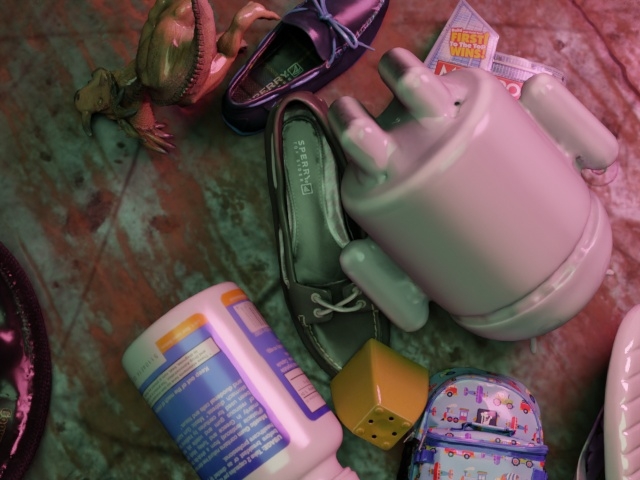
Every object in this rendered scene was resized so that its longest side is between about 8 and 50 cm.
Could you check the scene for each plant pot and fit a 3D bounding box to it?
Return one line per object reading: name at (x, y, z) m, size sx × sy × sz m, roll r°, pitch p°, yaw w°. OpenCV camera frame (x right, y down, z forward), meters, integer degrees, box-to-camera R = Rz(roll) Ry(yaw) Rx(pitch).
plant pot at (0.064, 0.172, 1.048) m, size 0.081 × 0.083 × 0.081 m, roll 30°, pitch 117°, yaw -18°

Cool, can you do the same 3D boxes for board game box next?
board game box at (0.186, -0.173, 1.151) m, size 0.194 × 0.060 × 0.194 m, roll 15°, pitch 80°, yaw 4°

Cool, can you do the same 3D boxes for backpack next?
backpack at (0.167, 0.220, 1.048) m, size 0.158 × 0.117 × 0.173 m, roll 13°, pitch 77°, yaw 3°

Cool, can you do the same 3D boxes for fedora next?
fedora at (-0.437, 0.137, 1.031) m, size 0.152 × 0.334 × 0.334 m, roll -12°, pitch 77°, yaw 30°

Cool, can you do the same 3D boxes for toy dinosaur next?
toy dinosaur at (-0.162, -0.186, 1.078) m, size 0.127 × 0.296 × 0.200 m, roll 37°, pitch 80°, yaw -18°

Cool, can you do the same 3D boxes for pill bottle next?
pill bottle at (-0.073, 0.191, 1.039) m, size 0.152 × 0.152 × 0.272 m, roll -36°, pitch 81°, yaw -6°

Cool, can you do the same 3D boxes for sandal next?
sandal at (0.314, 0.271, 1.036) m, size 0.102 × 0.169 × 0.416 m, roll -6°, pitch 76°, yaw 41°

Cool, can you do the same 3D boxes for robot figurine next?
robot figurine at (0.162, -0.035, 1.019) m, size 0.300 × 0.200 × 0.353 m, roll -40°, pitch 113°, yaw 12°

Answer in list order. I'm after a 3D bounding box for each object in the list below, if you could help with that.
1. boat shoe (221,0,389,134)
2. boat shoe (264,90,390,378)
boat shoe at (-0.008, -0.222, 1.149) m, size 0.109 × 0.089 × 0.258 m, roll 37°, pitch 82°, yaw 8°
boat shoe at (0.000, 0.000, 1.085) m, size 0.112 × 0.095 × 0.335 m, roll -13°, pitch 87°, yaw 4°
